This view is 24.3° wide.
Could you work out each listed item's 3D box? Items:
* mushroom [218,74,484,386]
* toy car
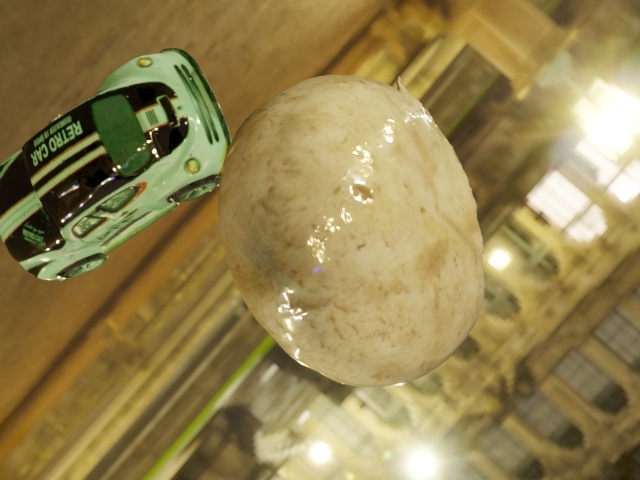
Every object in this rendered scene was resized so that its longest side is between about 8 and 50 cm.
[{"bbox_3d":[0.000,0.000,1.168,0.195,0.254,0.189,-22,173,33],"label":"mushroom"},{"bbox_3d":[-0.223,-0.064,1.426,0.306,0.136,0.125,-30,170,33],"label":"toy car"}]
